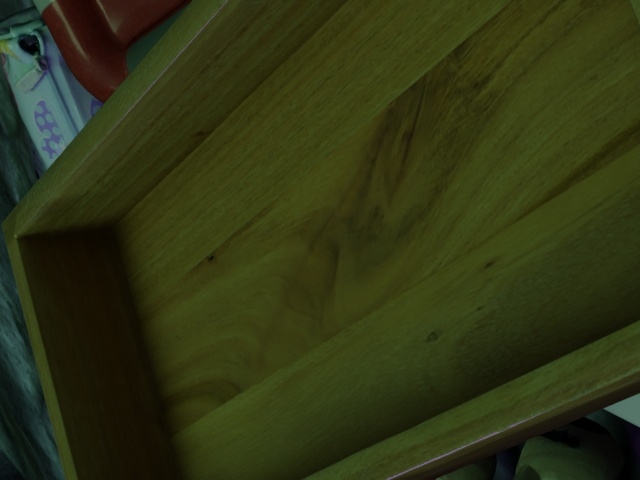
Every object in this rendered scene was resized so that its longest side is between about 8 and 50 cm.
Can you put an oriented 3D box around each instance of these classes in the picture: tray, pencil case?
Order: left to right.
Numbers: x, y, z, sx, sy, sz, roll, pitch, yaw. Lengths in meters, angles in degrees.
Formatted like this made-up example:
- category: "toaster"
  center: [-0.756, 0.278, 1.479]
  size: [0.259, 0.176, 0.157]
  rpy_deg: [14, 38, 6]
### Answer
- category: "pencil case"
  center: [-0.207, -0.092, 1.126]
  size: [0.124, 0.113, 0.273]
  rpy_deg: [-127, 16, -64]
- category: "tray"
  center: [0.000, 0.000, 0.485]
  size: [0.411, 0.076, 0.203]
  rpy_deg: [-36, 66, 47]

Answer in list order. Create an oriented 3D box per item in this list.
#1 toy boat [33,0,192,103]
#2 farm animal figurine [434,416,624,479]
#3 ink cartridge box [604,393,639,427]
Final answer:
- category: "toy boat"
  center: [-0.115, -0.164, 0.555]
  size: [0.151, 0.151, 0.231]
  rpy_deg: [-28, 91, 36]
- category: "farm animal figurine"
  center: [0.114, 0.206, 0.867]
  size: [0.330, 0.172, 0.327]
  rpy_deg: [-3, 128, 51]
- category: "ink cartridge box"
  center: [0.227, -0.005, 0.428]
  size: [0.232, 0.171, 0.168]
  rpy_deg: [25, 138, 47]
